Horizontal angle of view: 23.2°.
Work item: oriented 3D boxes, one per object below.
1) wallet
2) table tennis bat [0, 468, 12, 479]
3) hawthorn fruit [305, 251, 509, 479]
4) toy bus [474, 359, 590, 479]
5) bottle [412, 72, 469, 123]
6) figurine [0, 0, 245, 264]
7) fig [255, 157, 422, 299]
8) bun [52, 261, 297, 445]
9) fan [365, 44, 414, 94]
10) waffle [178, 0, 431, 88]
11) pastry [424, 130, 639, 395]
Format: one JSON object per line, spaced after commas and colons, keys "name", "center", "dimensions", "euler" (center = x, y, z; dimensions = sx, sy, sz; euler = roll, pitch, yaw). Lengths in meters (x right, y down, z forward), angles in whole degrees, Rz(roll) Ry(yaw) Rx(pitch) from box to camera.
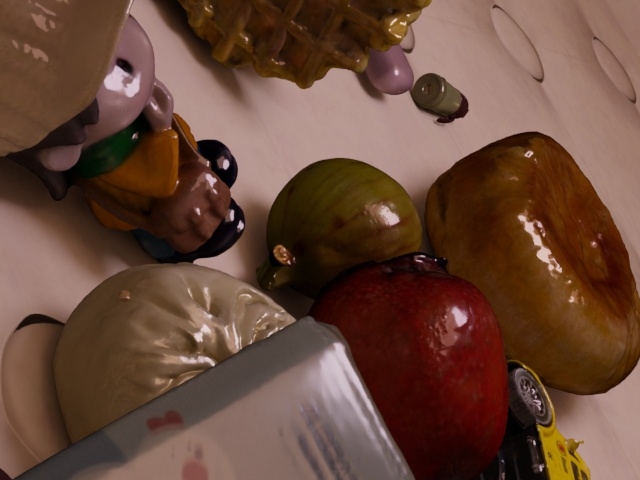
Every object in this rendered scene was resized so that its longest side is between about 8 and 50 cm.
{"name": "wallet", "center": [-0.065, 0.220, 1.002], "dimensions": [0.360, 0.083, 0.252], "euler": [-26, 89, -41]}
{"name": "table tennis bat", "center": [-0.206, 0.172, 1.016], "dimensions": [0.083, 0.007, 0.050], "euler": [38, 30, -30]}
{"name": "hawthorn fruit", "center": [0.078, 0.136, 1.397], "dimensions": [0.189, 0.189, 0.251], "euler": [10, 68, -57]}
{"name": "toy bus", "center": [0.187, 0.278, 1.435], "dimensions": [0.152, 0.144, 0.330], "euler": [35, 34, -37]}
{"name": "bottle", "center": [0.163, -0.185, 2.065], "dimensions": [0.101, 0.047, 0.063], "euler": [21, 84, -58]}
{"name": "figurine", "center": [-0.193, -0.098, 1.224], "dimensions": [0.332, 0.204, 0.185], "euler": [72, 4, -51]}
{"name": "fig", "center": [0.010, 0.009, 1.472], "dimensions": [0.186, 0.148, 0.142], "euler": [-41, 116, -27]}
{"name": "bun", "center": [-0.082, 0.115, 1.152], "dimensions": [0.229, 0.145, 0.229], "euler": [46, 24, -28]}
{"name": "fan", "center": [0.052, -0.289, 1.951], "dimensions": [0.130, 0.074, 0.244], "euler": [6, 55, -60]}
{"name": "waffle", "center": [-0.039, -0.314, 1.594], "dimensions": [0.324, 0.261, 0.151], "euler": [52, 23, -4]}
{"name": "pastry", "center": [0.260, 0.028, 1.854], "dimensions": [0.356, 0.164, 0.356], "euler": [45, 29, -34]}
